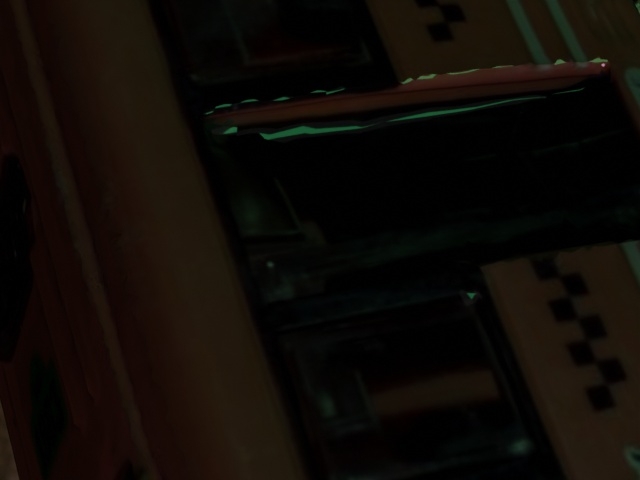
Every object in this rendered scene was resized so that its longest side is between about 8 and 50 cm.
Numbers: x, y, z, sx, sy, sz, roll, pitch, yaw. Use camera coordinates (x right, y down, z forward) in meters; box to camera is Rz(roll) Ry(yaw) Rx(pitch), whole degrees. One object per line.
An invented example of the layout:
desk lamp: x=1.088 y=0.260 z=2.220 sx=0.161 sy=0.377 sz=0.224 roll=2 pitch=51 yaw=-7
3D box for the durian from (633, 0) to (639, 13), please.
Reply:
durian: x=0.140 y=-0.075 z=0.728 sx=0.111 sy=0.071 sz=0.140 roll=4 pitch=104 yaw=-25

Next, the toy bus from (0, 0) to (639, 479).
toy bus: x=0.000 y=0.000 z=0.475 sx=0.233 sy=0.203 sz=0.426 roll=-7 pitch=60 yaw=-24
